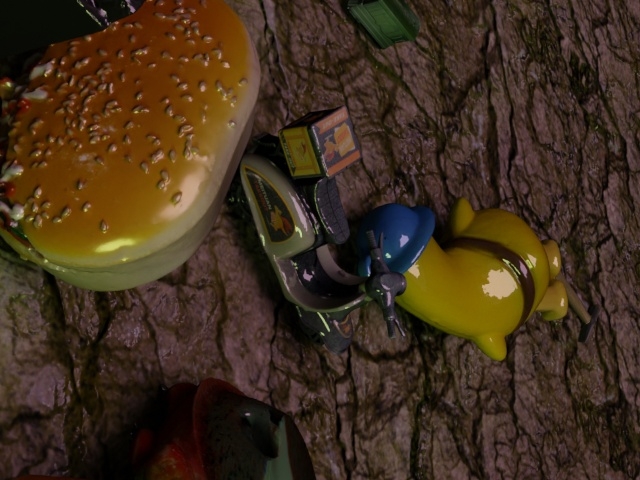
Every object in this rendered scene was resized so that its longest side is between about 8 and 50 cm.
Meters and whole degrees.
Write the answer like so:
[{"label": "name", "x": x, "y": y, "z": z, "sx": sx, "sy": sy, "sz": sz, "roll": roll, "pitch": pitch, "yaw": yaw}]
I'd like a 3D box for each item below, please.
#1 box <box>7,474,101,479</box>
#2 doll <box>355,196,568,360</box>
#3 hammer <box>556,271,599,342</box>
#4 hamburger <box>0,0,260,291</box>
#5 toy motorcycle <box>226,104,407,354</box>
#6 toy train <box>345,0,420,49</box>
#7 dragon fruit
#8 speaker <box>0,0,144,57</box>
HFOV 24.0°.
[{"label": "box", "x": -0.188, "y": 0.377, "z": 1.270, "sx": 0.143, "sy": 0.225, "sz": 0.341, "roll": -8, "pitch": 93, "yaw": -48}, {"label": "doll", "x": 0.174, "y": 0.043, "z": 1.780, "sx": 0.363, "sy": 0.145, "sz": 0.199, "roll": 5, "pitch": 69, "yaw": -45}, {"label": "hammer", "x": 0.325, "y": 0.059, "z": 2.048, "sx": 0.199, "sy": 0.013, "sz": 0.062, "roll": 50, "pitch": 52, "yaw": -34}, {"label": "hamburger", "x": -0.175, "y": -0.100, "z": 1.334, "sx": 0.151, "sy": 0.227, "sz": 0.295, "roll": 69, "pitch": 35, "yaw": -53}, {"label": "toy motorcycle", "x": 0.000, "y": 0.000, "z": 1.573, "sx": 0.091, "sy": 0.157, "sz": 0.263, "roll": -35, "pitch": 111, "yaw": -43}, {"label": "toy train", "x": 0.073, "y": -0.263, "z": 1.753, "sx": 0.093, "sy": 0.056, "sz": 0.038, "roll": 45, "pitch": 51, "yaw": -40}, {"label": "dragon fruit", "x": -0.080, "y": 0.258, "z": 1.423, "sx": 0.295, "sy": 0.130, "sz": 0.268, "roll": -84, "pitch": 152, "yaw": -49}, {"label": "speaker", "x": -0.242, "y": -0.293, "z": 1.246, "sx": 0.184, "sy": 0.254, "sz": 0.232, "roll": 46, "pitch": 54, "yaw": -35}]
